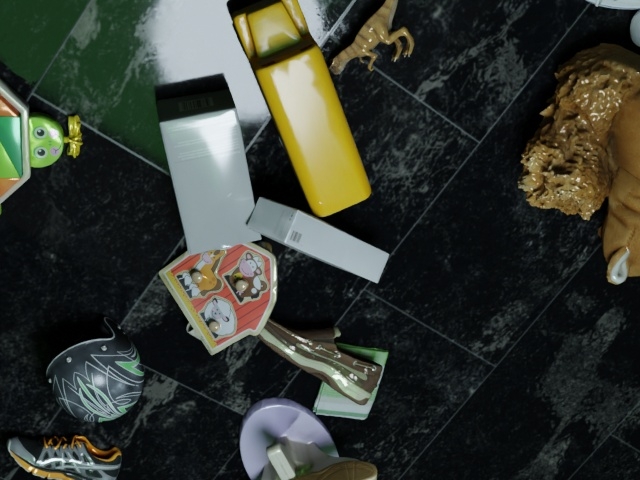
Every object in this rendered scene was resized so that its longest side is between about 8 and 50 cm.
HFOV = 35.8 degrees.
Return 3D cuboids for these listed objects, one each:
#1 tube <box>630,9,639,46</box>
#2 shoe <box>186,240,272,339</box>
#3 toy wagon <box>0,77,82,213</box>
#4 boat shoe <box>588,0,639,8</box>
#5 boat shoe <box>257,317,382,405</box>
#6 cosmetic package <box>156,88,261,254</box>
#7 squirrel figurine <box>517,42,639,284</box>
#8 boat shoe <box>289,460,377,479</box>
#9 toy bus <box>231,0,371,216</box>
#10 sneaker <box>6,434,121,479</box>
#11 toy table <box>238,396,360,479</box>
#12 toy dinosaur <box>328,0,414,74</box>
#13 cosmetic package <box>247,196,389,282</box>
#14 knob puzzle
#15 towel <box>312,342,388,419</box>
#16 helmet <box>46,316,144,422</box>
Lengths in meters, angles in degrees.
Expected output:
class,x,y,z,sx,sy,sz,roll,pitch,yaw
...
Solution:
class,x,y,z,sx,sy,sz,roll,pitch,yaw
tube,0.632,-0.358,1.659,0.240,0.062,0.070,-7,159,-21
shoe,-0.156,0.088,1.697,0.058,0.076,0.219,24,111,-28
toy wagon,-0.538,-0.158,1.500,0.344,0.068,0.267,0,116,-12
boat shoe,0.415,-0.442,1.515,0.367,0.156,0.136,20,110,-20
boat shoe,-0.001,0.190,1.773,0.257,0.095,0.095,34,90,-17
cosmetic package,-0.178,-0.108,1.585,0.127,0.107,0.238,-11,120,-7
squirrel figurine,0.525,-0.121,1.675,0.397,0.281,0.370,13,123,-3
boat shoe,0.021,0.435,1.739,0.170,0.063,0.059,-14,119,5
toy bus,-0.029,-0.212,1.547,0.108,0.130,0.333,-22,118,-1
sneaker,-0.459,0.386,1.783,0.215,0.084,0.083,25,95,-25
toy table,-0.044,0.440,1.847,0.252,0.161,0.274,-36,116,6
toy dinosaur,0.095,-0.336,1.552,0.112,0.064,0.211,29,106,-22
cosmetic package,0.000,0.000,1.624,0.239,0.099,0.060,25,85,-46
knob puzzle,-0.156,0.076,1.653,0.213,0.030,0.213,2,98,16
towel,0.056,0.265,1.864,0.113,0.023,0.152,10,111,-19
helmet,-0.378,0.225,1.668,0.169,0.161,0.169,-5,116,-10
